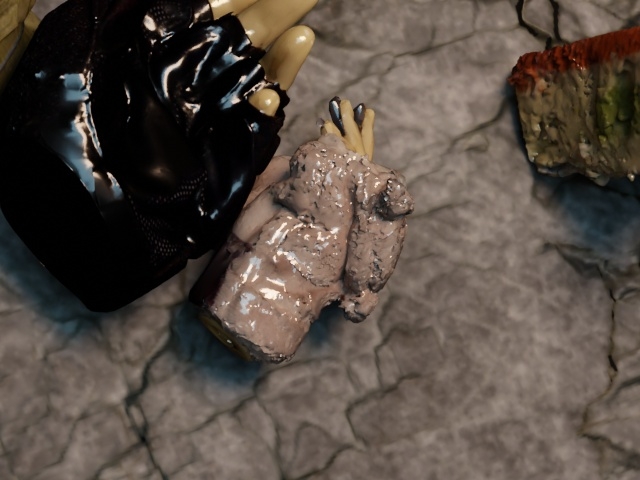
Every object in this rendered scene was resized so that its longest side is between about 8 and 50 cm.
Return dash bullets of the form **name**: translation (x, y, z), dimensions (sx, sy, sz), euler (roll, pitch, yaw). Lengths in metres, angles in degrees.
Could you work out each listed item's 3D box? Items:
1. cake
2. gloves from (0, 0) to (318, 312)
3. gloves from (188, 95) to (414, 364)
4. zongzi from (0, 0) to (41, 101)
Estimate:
- **cake**: translation (0.208, -0.078, 0.975), dimensions (0.116, 0.220, 0.086), euler (-9, 92, -26)
- **gloves**: translation (-0.079, -0.080, 0.947), dimensions (0.203, 0.124, 0.164), euler (-42, 108, -39)
- **gloves**: translation (-0.004, 0.003, 0.956), dimensions (0.094, 0.110, 0.144), euler (44, 99, -10)
- **zongzi**: translation (-0.243, -0.092, 0.839), dimensions (0.115, 0.256, 0.228), euler (26, 69, 19)
